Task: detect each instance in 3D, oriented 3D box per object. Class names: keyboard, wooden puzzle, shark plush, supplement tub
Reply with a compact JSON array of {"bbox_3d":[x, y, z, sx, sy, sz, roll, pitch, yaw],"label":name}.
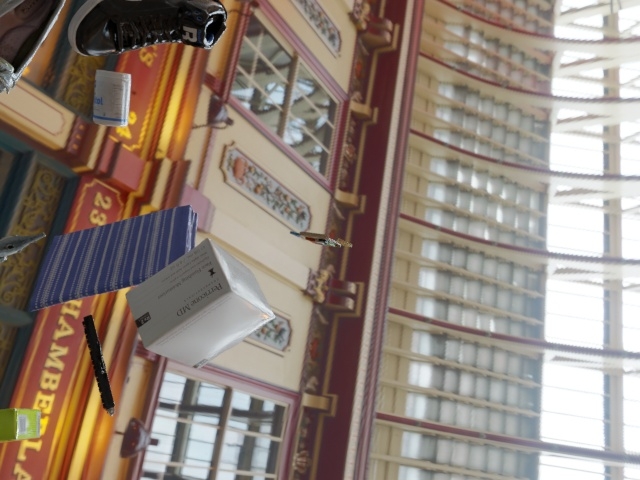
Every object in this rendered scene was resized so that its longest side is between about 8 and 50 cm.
[{"bbox_3d":[-0.410,0.228,1.152,0.023,0.108,0.180,-14,-111,-24],"label":"keyboard"},{"bbox_3d":[0.000,0.000,1.286,0.116,0.078,0.014,6,-103,35],"label":"wooden puzzle"},{"bbox_3d":[-0.763,0.020,1.547,0.161,0.067,0.073,-7,-81,-13],"label":"shark plush"},{"bbox_3d":[-0.425,-0.289,1.275,0.071,0.071,0.107,16,-75,35],"label":"supplement tub"}]

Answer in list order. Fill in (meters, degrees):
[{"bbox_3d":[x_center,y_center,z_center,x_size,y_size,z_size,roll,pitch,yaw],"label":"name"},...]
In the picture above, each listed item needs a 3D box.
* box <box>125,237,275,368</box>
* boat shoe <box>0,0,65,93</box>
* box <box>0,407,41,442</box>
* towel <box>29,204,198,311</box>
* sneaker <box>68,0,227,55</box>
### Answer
[{"bbox_3d":[-0.208,0.117,1.108,0.180,0.182,0.119,-34,-119,5],"label":"box"},{"bbox_3d":[-0.589,-0.369,1.165,0.103,0.118,0.321,14,-114,39],"label":"boat shoe"},{"bbox_3d":[-0.461,0.240,0.788,0.178,0.109,0.043,-4,-105,-9],"label":"box"},{"bbox_3d":[-0.428,0.033,1.332,0.335,0.040,0.243,-13,-143,2],"label":"towel"},{"bbox_3d":[-0.218,-0.293,0.846,0.121,0.079,0.217,34,-127,24],"label":"sneaker"}]
